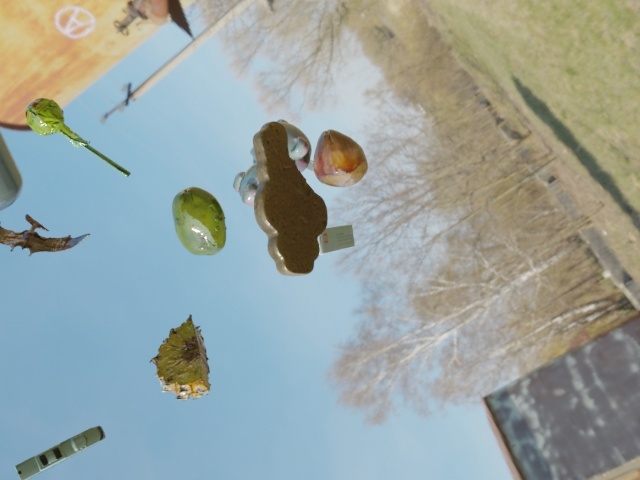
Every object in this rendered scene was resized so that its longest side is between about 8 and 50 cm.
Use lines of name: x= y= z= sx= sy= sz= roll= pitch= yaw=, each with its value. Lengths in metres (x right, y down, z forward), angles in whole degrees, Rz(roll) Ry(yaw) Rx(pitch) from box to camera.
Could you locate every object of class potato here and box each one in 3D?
potato: x=-0.414 y=-0.060 z=2.029 sx=0.148 sy=0.186 sz=0.253 roll=-47 pitch=-63 yaw=-47

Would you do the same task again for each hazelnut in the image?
hazelnut: x=0.049 y=-0.209 z=1.493 sx=0.150 sy=0.150 sz=0.150 roll=47 pitch=-161 yaw=-21

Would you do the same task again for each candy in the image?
candy: x=-0.554 y=-0.228 z=1.364 sx=0.262 sy=0.077 sz=0.073 roll=36 pitch=-143 yaw=-18

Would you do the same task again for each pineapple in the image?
pineapple: x=-0.343 y=0.294 z=1.418 sx=0.079 sy=0.135 sz=0.233 roll=61 pitch=-176 yaw=-36

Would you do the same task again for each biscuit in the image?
biscuit: x=-0.069 y=-0.085 z=1.219 sx=0.183 sy=0.047 sz=0.319 roll=-31 pitch=-73 yaw=-47

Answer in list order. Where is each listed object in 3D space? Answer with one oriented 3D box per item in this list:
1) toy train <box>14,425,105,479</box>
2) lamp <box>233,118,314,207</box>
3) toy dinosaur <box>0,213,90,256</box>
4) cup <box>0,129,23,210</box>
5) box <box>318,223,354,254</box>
toy train: x=-0.619 y=0.506 z=1.419 sx=0.208 sy=0.047 sz=0.043 roll=-22 pitch=-103 yaw=-36
lamp: x=-0.138 y=-0.248 z=2.025 sx=0.248 sy=0.301 sz=0.247 roll=22 pitch=-163 yaw=-30
toy dinosaur: x=-0.919 y=-0.031 z=1.888 sx=0.328 sy=0.112 sz=0.206 roll=25 pitch=-149 yaw=7
cup: x=-0.928 y=-0.230 z=1.546 sx=0.205 sy=0.206 sz=0.312 roll=-101 pitch=1 yaw=-53
box: x=0.000 y=0.000 z=1.839 sx=0.269 sy=0.135 sz=0.079 roll=-11 pitch=-86 yaw=-64
